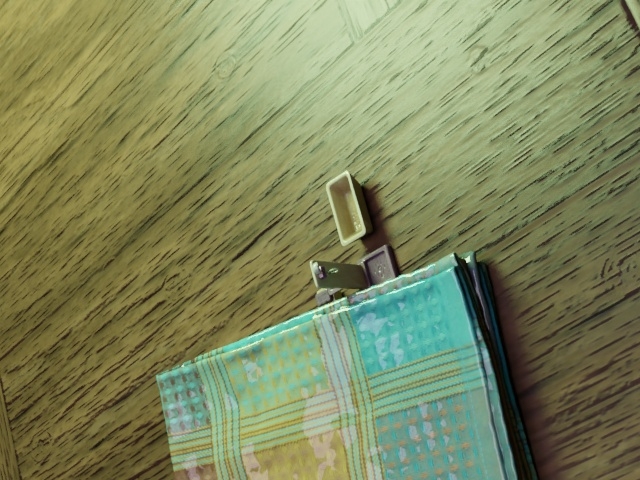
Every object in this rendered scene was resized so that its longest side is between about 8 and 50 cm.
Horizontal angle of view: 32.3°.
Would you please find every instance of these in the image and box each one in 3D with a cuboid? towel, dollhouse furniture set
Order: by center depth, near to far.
[{"bbox_3d":[0.010,0.193,0.974,0.370,0.040,0.271,-23,70,32],"label":"towel"},{"bbox_3d":[0.000,0.000,1.011,0.091,0.081,0.114,-31,65,40],"label":"dollhouse furniture set"}]
